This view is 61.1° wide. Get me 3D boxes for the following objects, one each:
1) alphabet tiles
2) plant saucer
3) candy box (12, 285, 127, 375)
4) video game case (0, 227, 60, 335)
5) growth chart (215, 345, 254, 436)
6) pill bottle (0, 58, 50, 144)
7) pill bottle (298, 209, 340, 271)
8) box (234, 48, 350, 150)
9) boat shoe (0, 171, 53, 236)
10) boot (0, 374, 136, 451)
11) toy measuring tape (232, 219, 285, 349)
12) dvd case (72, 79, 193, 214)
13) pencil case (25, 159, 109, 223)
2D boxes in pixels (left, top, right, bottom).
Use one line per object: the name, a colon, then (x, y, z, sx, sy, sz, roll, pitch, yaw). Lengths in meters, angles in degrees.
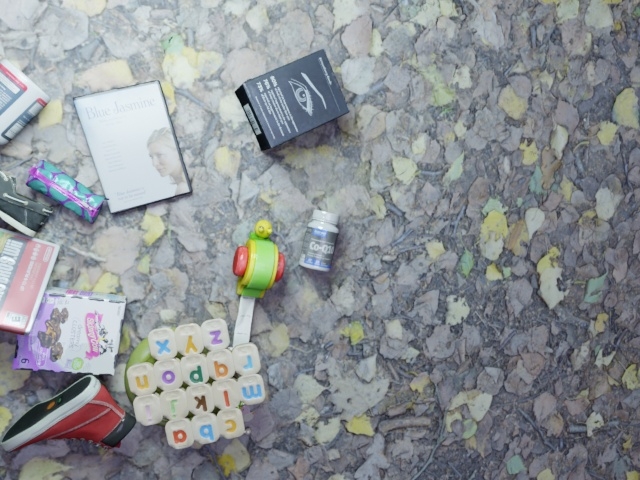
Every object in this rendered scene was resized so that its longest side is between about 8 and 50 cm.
alphabet tiles: (-0.270, 0.314, 1.192, 0.284, 0.021, 0.278, -10, 99, -6)
plant saucer: (-0.319, 0.316, 1.216, 0.241, 0.037, 0.240, -1, 99, -8)
candy box: (-0.521, 0.189, 1.141, 0.196, 0.070, 0.164, 9, 92, -19)
video game case: (-0.668, 0.052, 1.019, 0.285, 0.025, 0.204, 20, 49, -25)
growth chart: (-0.242, 0.359, 1.278, 0.172, 0.021, 0.237, -7, 98, -19)
pill bottle: (-0.625, -0.248, 1.041, 0.108, 0.108, 0.180, 44, 81, -17)
pill bottle: (0.000, 0.000, 1.289, 0.078, 0.078, 0.137, 12, 92, -19)
box: (-0.063, -0.313, 1.219, 0.207, 0.108, 0.153, -27, 103, -14)
boat shoe: (-0.629, -0.103, 1.046, 0.079, 0.084, 0.233, -50, 133, -10)
boot: (-0.525, 0.410, 1.146, 0.244, 0.088, 0.176, -29, 117, 5)
toy measuring tape: (-0.150, 0.116, 1.224, 0.121, 0.121, 0.330, 10, 88, -19)
dvd case: (-0.398, -0.201, 1.166, 0.180, 0.022, 0.253, -18, 101, -16)
pencil case: (-0.519, -0.100, 1.112, 0.152, 0.070, 0.064, 34, 85, -18)
